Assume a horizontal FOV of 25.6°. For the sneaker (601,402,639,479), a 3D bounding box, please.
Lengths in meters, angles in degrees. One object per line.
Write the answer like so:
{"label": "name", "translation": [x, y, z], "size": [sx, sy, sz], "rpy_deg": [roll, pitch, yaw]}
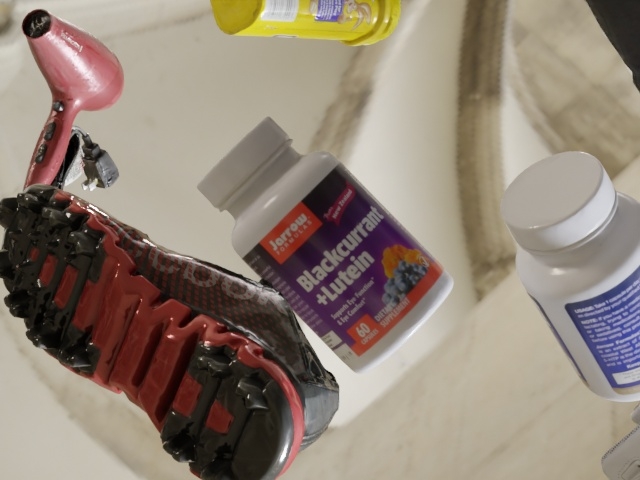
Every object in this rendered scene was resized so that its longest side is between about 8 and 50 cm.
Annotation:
{"label": "sneaker", "translation": [0.305, 0.206, 0.995], "size": [0.210, 0.366, 0.137], "rpy_deg": [26, -142, 22]}

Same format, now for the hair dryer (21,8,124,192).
{"label": "hair dryer", "translation": [-0.284, -0.133, 1.603], "size": [0.080, 0.294, 0.224], "rpy_deg": [4, -145, 14]}

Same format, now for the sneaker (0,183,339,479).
{"label": "sneaker", "translation": [-0.097, 0.054, 0.917], "size": [0.276, 0.098, 0.135], "rpy_deg": [36, -157, 25]}

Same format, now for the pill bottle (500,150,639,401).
{"label": "pill bottle", "translation": [0.217, 0.026, 1.097], "size": [0.187, 0.112, 0.112], "rpy_deg": [55, -158, -32]}

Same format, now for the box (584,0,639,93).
{"label": "box", "translation": [0.382, -0.201, 0.445], "size": [0.297, 0.471, 0.480], "rpy_deg": [51, -137, -21]}

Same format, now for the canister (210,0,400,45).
{"label": "canister", "translation": [-0.019, -0.237, 1.240], "size": [0.169, 0.073, 0.126], "rpy_deg": [-5, -99, -44]}

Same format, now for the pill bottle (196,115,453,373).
{"label": "pill bottle", "translation": [0.000, 0.000, 1.085], "size": [0.193, 0.108, 0.108], "rpy_deg": [45, -150, -2]}
